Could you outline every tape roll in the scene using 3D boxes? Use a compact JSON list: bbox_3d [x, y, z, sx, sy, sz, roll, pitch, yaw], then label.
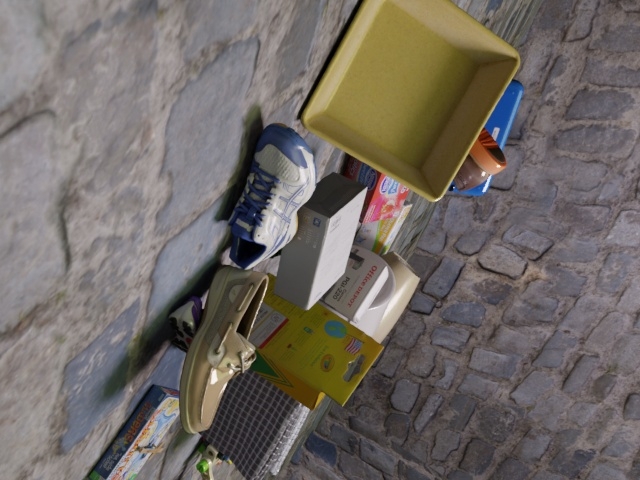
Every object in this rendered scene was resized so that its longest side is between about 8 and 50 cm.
[{"bbox_3d":[0.075,0.152,1.627,0.246,0.246,0.169,-44,158,-43],"label":"tape roll"}]

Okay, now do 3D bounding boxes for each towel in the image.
[{"bbox_3d":[-0.167,0.420,1.398,0.283,0.235,0.121,-63,161,11],"label":"towel"}]

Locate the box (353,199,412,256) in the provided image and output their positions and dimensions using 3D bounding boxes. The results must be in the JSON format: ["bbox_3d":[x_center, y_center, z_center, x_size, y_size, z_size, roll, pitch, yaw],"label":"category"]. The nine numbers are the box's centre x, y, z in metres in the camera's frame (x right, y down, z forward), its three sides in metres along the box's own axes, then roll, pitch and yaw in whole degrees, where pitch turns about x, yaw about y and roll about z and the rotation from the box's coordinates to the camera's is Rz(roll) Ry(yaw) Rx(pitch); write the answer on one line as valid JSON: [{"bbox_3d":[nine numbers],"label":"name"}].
[{"bbox_3d":[0.209,-0.056,1.917,0.203,0.103,0.114,-63,164,15],"label":"box"}]

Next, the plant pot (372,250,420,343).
[{"bbox_3d":[0.183,0.174,1.854,0.274,0.256,0.256,-45,167,10],"label":"plant pot"}]

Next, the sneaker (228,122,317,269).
[{"bbox_3d":[-0.091,-0.058,0.974,0.131,0.112,0.296,-46,159,-38],"label":"sneaker"}]

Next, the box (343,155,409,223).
[{"bbox_3d":[0.152,-0.179,1.412,0.128,0.122,0.256,-13,138,-34],"label":"box"}]

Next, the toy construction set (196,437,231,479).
[{"bbox_3d":[-0.271,0.623,1.642,0.215,0.151,0.327,-67,174,26],"label":"toy construction set"}]

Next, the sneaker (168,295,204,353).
[{"bbox_3d":[-0.228,0.165,1.053,0.071,0.068,0.170,-55,164,-36],"label":"sneaker"}]

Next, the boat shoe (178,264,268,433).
[{"bbox_3d":[-0.166,0.190,1.007,0.109,0.098,0.302,75,26,-65],"label":"boat shoe"}]

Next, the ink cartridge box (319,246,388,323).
[{"bbox_3d":[0.042,0.087,1.450,0.158,0.218,0.092,-57,164,-10],"label":"ink cartridge box"}]

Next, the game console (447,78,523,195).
[{"bbox_3d":[0.317,-0.289,1.405,0.173,0.250,0.293,-84,-174,-60],"label":"game console"}]

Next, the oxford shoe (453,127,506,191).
[{"bbox_3d":[0.244,-0.268,1.253,0.133,0.363,0.130,-40,173,36],"label":"oxford shoe"}]

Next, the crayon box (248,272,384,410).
[{"bbox_3d":[-0.047,0.227,1.248,0.202,0.319,0.081,-42,157,-45],"label":"crayon box"}]

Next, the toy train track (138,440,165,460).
[{"bbox_3d":[-0.338,0.414,1.132,0.048,0.014,0.083,-50,158,-6],"label":"toy train track"}]

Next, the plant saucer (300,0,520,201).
[{"bbox_3d":[0.167,-0.293,1.096,0.332,0.333,0.081,-61,-160,7],"label":"plant saucer"}]

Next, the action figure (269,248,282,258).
[{"bbox_3d":[-0.060,0.001,1.283,0.137,0.064,0.232,-61,168,-7],"label":"action figure"}]

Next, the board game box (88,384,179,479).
[{"bbox_3d":[-0.352,0.385,1.125,0.201,0.035,0.136,-56,164,-12],"label":"board game box"}]

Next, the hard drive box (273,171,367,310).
[{"bbox_3d":[0.000,0.000,1.188,0.181,0.089,0.232,-40,150,-52],"label":"hard drive box"}]
